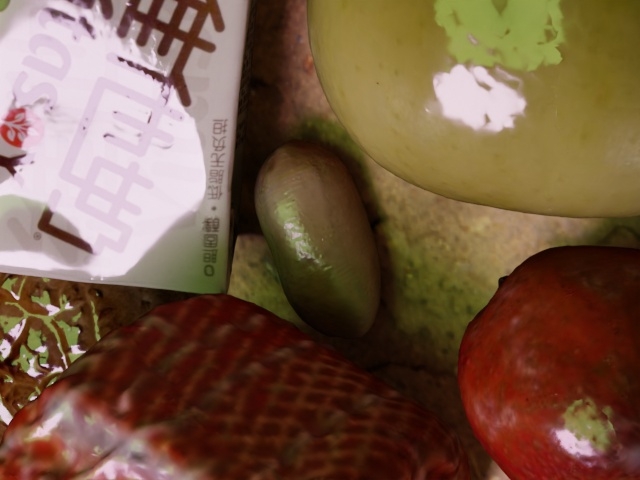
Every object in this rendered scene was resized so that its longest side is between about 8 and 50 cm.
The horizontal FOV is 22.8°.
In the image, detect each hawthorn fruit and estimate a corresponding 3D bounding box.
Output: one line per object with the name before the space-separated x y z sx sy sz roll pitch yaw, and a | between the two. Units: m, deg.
hawthorn fruit | 0.174 0.082 0.973 0.202 0.185 0.185 43 129 42

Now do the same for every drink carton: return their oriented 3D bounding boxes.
drink carton | -0.144 -0.136 1.128 0.194 0.132 0.325 6 114 1

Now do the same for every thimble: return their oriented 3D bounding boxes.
thimble | -0.072 0.214 1.105 0.230 0.350 0.350 35 124 27

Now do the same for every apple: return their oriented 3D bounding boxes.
apple | 0.121 -0.150 0.887 0.295 0.233 0.258 23 122 31

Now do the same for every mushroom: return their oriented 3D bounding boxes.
mushroom | -0.218 0.092 1.308 0.253 0.153 0.253 14 119 27

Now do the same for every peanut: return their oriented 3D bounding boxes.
peanut | 0.000 0.000 1.146 0.076 0.076 0.152 -18 90 42
